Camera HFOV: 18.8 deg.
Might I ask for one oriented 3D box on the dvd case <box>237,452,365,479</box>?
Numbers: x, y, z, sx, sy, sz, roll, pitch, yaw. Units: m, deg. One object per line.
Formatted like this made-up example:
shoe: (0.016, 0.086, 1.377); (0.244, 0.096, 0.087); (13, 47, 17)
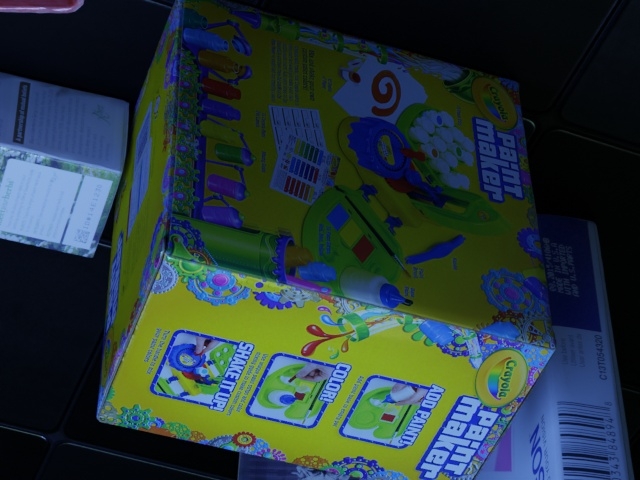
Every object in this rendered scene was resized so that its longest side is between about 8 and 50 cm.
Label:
dvd case: (0.009, 0.183, 1.767); (0.164, 0.018, 0.221); (2, 132, -5)

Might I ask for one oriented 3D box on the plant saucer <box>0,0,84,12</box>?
plant saucer: (-0.293, -0.273, 1.311); (0.258, 0.048, 0.259); (1, 132, -2)

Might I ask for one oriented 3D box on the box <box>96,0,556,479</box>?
box: (0.000, 0.000, 1.409); (0.279, 0.290, 0.177); (14, 131, -13)

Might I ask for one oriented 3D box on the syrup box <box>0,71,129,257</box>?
syrup box: (-0.272, -0.072, 1.466); (0.237, 0.096, 0.093); (13, 130, -13)

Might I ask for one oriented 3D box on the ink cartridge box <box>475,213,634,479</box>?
ink cartridge box: (0.169, 0.204, 1.582); (0.071, 0.324, 0.330); (8, 132, -8)
